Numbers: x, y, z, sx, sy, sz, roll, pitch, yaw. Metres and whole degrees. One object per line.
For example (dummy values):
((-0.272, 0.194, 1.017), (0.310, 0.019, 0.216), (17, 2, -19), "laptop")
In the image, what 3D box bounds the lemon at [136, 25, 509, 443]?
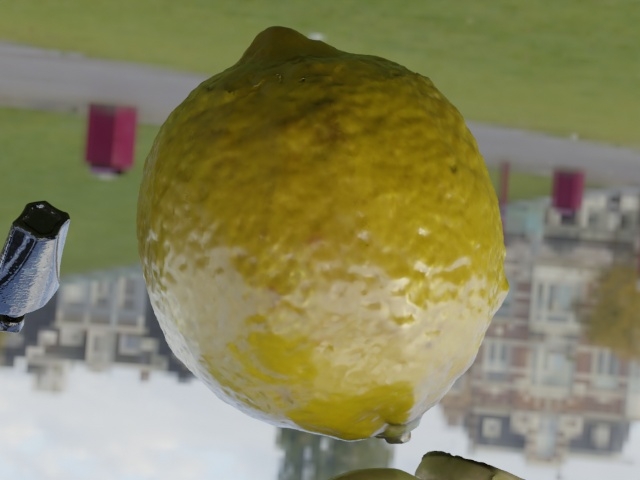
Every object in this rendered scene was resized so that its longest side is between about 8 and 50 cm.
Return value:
((0.000, 0.000, 0.921), (0.192, 0.231, 0.192), (-17, 180, 0), "lemon")

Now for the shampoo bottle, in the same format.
((-0.181, 0.019, 1.065), (0.048, 0.027, 0.137), (-9, 155, -23), "shampoo bottle")

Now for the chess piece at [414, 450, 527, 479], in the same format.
((0.078, 0.322, 1.302), (0.124, 0.307, 0.139), (-2, 139, 48), "chess piece")

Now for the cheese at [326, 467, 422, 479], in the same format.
((0.033, 0.258, 1.037), (0.129, 0.351, 0.328), (-33, -159, -16), "cheese")
